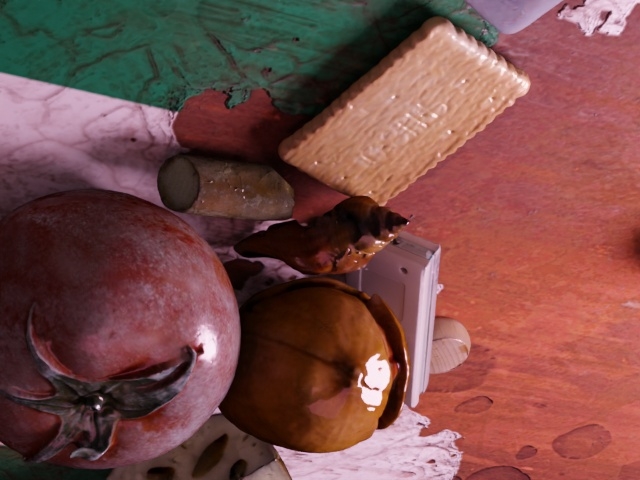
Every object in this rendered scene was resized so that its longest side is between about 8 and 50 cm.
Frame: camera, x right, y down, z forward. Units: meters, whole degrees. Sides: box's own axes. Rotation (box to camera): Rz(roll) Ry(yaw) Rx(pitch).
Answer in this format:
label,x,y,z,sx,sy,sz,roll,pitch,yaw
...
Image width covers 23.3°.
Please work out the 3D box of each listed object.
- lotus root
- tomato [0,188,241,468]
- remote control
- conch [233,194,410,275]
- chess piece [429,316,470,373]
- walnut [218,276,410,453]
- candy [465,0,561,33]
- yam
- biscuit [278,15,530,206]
label,x,y,z,sx,sy,sz,roll,pitch,yaw
lotus root,-0.157,0.375,2.132,0.267,0.149,0.260,-30,142,-2
tomato,-0.243,0.100,1.680,0.317,0.282,0.316,-2,134,-3
remote control,0.084,0.088,1.873,0.103,0.055,0.277,22,142,18
conch,0.001,0.004,1.730,0.233,0.080,0.086,-19,168,22
chess piece,0.150,0.134,1.979,0.084,0.038,0.083,-5,137,-4
walnut,-0.030,0.148,1.817,0.209,0.209,0.336,18,165,-28
candy,0.207,-0.278,1.480,0.174,0.071,0.138,-34,133,26
yam,-0.100,-0.058,1.689,0.146,0.069,0.069,4,139,-26
biscuit,0.088,-0.133,1.660,0.160,0.030,0.250,26,129,-35
